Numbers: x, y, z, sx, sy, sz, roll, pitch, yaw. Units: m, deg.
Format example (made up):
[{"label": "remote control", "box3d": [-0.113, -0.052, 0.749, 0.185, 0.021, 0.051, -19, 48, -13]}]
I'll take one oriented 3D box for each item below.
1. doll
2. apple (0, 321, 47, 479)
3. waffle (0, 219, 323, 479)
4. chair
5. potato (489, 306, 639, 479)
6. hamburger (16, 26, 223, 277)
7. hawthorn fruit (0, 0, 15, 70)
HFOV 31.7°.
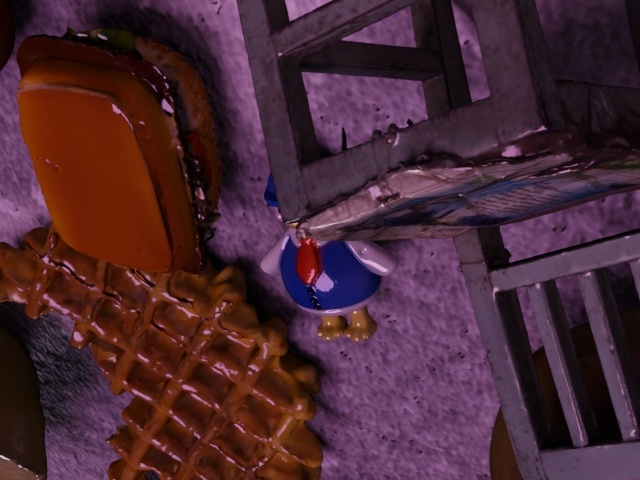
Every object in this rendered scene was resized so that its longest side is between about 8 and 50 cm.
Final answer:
[{"label": "doll", "box3d": [0.000, 0.000, 0.706, 0.099, 0.057, 0.143, 1, 124, 29]}, {"label": "apple", "box3d": [-0.375, 0.162, 0.973, 0.258, 0.233, 0.295, 6, 125, -23]}, {"label": "waffle", "box3d": [-0.118, 0.093, 0.868, 0.260, 0.069, 0.293, -8, 123, 34]}, {"label": "chair", "box3d": [0.075, -0.021, 0.471, 0.136, 0.147, 0.270, -16, 82, 43]}, {"label": "potato", "box3d": [0.222, 0.116, 0.561, 0.173, 0.210, 0.307, 24, 142, -39]}, {"label": "hamburger", "box3d": [-0.123, -0.062, 0.701, 0.137, 0.087, 0.166, 16, 135, 22]}, {"label": "hawthorn fruit", "box3d": [-0.275, -0.143, 0.690, 0.172, 0.148, 0.148, 53, 138, -2]}]
